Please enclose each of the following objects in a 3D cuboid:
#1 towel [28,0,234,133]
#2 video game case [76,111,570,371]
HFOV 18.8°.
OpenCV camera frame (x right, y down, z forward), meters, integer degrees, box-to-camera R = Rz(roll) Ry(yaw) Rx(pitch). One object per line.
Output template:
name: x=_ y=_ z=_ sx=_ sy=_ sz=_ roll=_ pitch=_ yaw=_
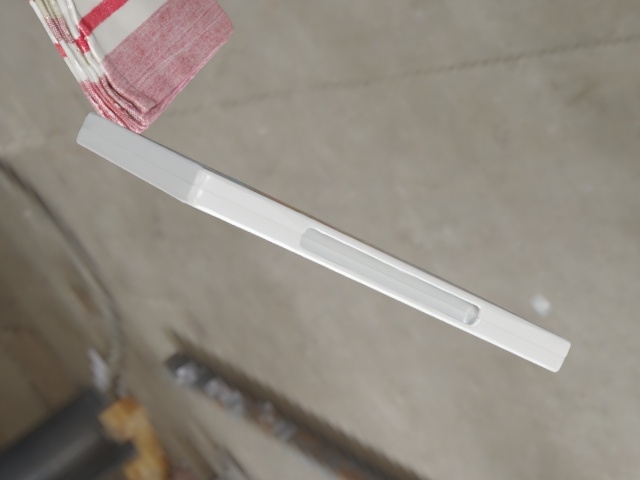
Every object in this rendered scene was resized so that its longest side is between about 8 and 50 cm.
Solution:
towel: x=-0.187 y=-0.261 z=1.505 sx=0.037 sy=0.237 sz=0.329 roll=-22 pitch=108 yaw=25
video game case: x=0.000 y=0.000 z=1.237 sx=0.285 sy=0.025 sz=0.204 roll=25 pitch=-179 yaw=-29
